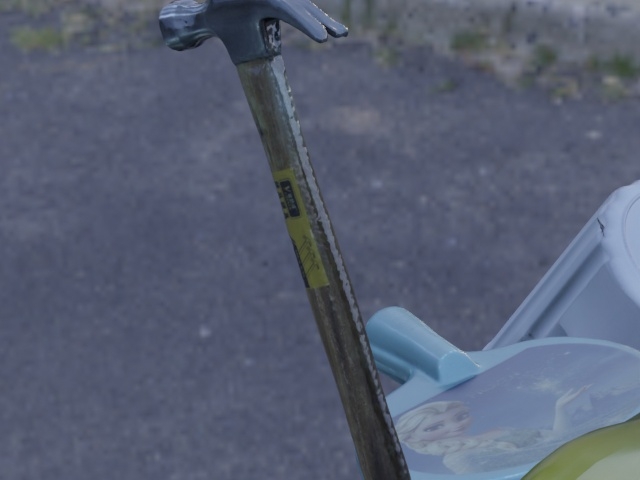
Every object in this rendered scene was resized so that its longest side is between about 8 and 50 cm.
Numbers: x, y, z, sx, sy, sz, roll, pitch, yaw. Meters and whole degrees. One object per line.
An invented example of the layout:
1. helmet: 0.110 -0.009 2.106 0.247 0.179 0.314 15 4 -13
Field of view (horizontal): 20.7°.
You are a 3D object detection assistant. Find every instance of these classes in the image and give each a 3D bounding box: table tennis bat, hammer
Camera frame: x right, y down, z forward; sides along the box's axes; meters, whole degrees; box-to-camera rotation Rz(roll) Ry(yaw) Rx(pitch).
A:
1. table tennis bat: 0.075 0.075 0.854 0.149 0.038 0.237 -22 17 -13
2. hammer: 0.000 0.000 0.586 0.062 0.182 0.017 -12 10 35

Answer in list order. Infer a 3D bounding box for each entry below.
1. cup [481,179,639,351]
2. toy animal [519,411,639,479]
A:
1. cup: 0.201 0.089 1.158 0.167 0.202 0.221 30 44 1
2. toy animal: 0.125 0.073 0.338 0.191 0.338 0.216 8 -17 33
